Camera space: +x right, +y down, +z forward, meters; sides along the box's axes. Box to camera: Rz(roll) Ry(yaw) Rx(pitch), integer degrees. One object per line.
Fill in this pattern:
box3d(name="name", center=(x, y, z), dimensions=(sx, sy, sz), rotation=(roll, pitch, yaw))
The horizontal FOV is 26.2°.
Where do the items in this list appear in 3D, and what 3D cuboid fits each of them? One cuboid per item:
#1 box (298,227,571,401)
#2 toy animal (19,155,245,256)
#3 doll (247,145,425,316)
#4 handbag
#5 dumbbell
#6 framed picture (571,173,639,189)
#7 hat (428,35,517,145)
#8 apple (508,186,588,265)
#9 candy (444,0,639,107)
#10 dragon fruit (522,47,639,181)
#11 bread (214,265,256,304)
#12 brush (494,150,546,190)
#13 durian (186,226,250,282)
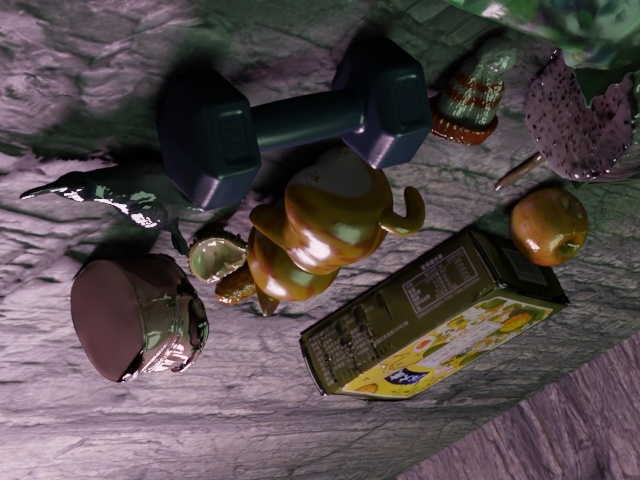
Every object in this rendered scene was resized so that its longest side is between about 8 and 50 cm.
box3d(name="box", center=(0.224, 0.154, 2.625), dimensions=(0.420, 0.138, 0.373), rotation=(-33, 159, 21))
box3d(name="toy animal", center=(-0.187, -0.058, 1.718), dimensions=(0.205, 0.081, 0.367), rotation=(-19, 164, 20))
box3d(name="doll", center=(-0.005, -0.018, 1.929), dimensions=(0.166, 0.162, 0.269), rotation=(-34, -179, -41))
box3d(name="handbag", center=(-0.253, 0.107, 1.925), dimensions=(0.116, 0.179, 0.205), rotation=(-18, 160, -37))
box3d(name="dumbbell", center=(-0.029, -0.140, 1.622), dimensions=(0.316, 0.156, 0.144), rotation=(-14, 127, -27))
box3d(name="framed picture", center=(0.628, -0.194, 2.416), dimensions=(0.247, 0.022, 0.335), rotation=(-5, 152, -42))
box3d(name="hat", center=(0.211, -0.210, 1.842), dimensions=(0.112, 0.093, 0.162), rotation=(-20, 143, -41))
box3d(name="apple", center=(0.404, -0.021, 2.424), dimensions=(0.146, 0.146, 0.146), rotation=(-22, 159, -9))
box3d(name="candy", center=(0.277, -0.315, 1.537), dimensions=(0.398, 0.172, 0.263), rotation=(17, 131, -43))
box3d(name="dragon fruit", center=(0.443, -0.203, 1.928), dimensions=(0.221, 0.204, 0.283), rotation=(-15, 158, -28))
box3d(name="bread", center=(-0.094, 0.055, 2.155), dimensions=(0.157, 0.044, 0.052), rotation=(-27, 165, 7))
box3d(name="brush", center=(0.360, -0.134, 2.254), dimensions=(0.196, 0.021, 0.070), rotation=(-37, 155, 30))
box3d(name="durian", center=(-0.152, 0.016, 1.969), dimensions=(0.052, 0.066, 0.130), rotation=(9, 151, -42))
